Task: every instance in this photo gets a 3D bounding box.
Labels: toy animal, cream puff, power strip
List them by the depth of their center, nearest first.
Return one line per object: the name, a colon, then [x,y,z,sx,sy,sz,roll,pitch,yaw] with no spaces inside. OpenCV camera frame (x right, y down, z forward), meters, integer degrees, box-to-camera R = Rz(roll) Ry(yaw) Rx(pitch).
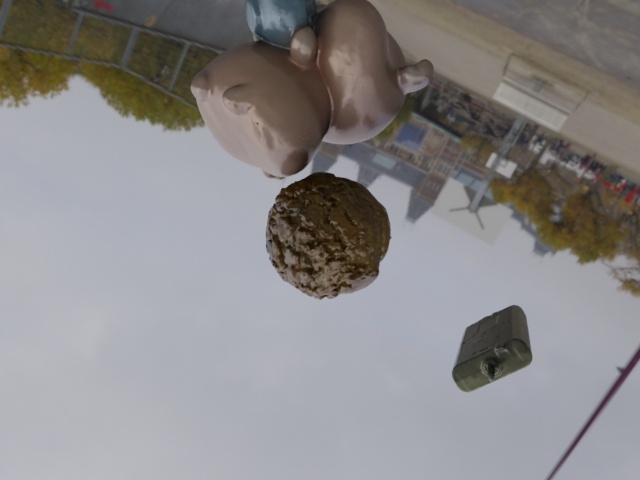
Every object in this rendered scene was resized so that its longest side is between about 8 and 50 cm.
cream puff: [0.000,0.000,0.727,0.115,0.165,0.150,-29,-115,-32]
toy animal: [-0.018,-0.176,0.746,0.229,0.221,0.210,25,-177,-42]
power strip: [0.215,0.132,0.793,0.034,0.092,0.268,62,-164,4]
